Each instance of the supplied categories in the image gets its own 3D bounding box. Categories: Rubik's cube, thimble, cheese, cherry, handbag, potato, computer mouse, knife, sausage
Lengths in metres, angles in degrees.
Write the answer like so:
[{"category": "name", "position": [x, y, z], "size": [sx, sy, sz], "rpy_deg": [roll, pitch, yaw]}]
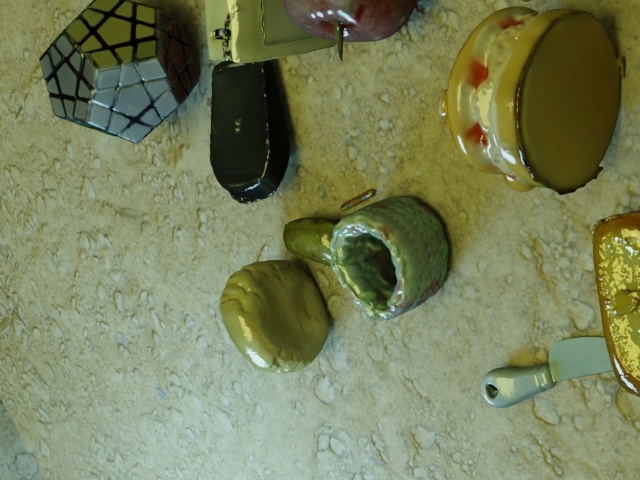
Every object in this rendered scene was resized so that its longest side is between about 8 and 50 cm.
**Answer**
[{"category": "Rubik's cube", "position": [-0.406, -0.346, 2.439], "size": [0.264, 0.319, 0.319], "rpy_deg": [45, 138, -13]}, {"category": "thimble", "position": [0.126, 0.035, 2.132], "size": [0.185, 0.149, 0.211], "rpy_deg": [-3, 103, 44]}, {"category": "cheese", "position": [-0.091, 0.151, 2.354], "size": [0.117, 0.214, 0.226], "rpy_deg": [-30, 76, 43]}, {"category": "cherry", "position": [0.049, -0.429, 1.986], "size": [0.236, 0.213, 0.286], "rpy_deg": [1, 82, 21]}, {"category": "handbag", "position": [-0.105, -0.502, 2.094], "size": [0.160, 0.236, 0.359], "rpy_deg": [13, 114, 40]}, {"category": "potato", "position": [0.000, 0.000, 2.296], "size": [0.188, 0.085, 0.105], "rpy_deg": [9, 133, 47]}, {"category": "computer mouse", "position": [-0.133, -0.220, 2.348], "size": [0.168, 0.087, 0.295], "rpy_deg": [0, 92, 42]}, {"category": "knife", "position": [0.402, 0.209, 2.003], "size": [0.331, 0.044, 0.080], "rpy_deg": [-26, 79, 41]}, {"category": "sausage", "position": [0.069, -0.075, 2.243], "size": [0.100, 0.015, 0.015], "rpy_deg": [-27, 86, 48]}]

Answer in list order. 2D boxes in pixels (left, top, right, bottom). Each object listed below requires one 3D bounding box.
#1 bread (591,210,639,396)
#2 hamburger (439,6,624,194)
[{"category": "bread", "position": [0.499, 0.091, 1.795], "size": [0.152, 0.119, 0.288], "rpy_deg": [-2, 103, 41]}, {"category": "hamburger", "position": [0.315, -0.202, 1.793], "size": [0.186, 0.261, 0.302], "rpy_deg": [13, 156, 48]}]
